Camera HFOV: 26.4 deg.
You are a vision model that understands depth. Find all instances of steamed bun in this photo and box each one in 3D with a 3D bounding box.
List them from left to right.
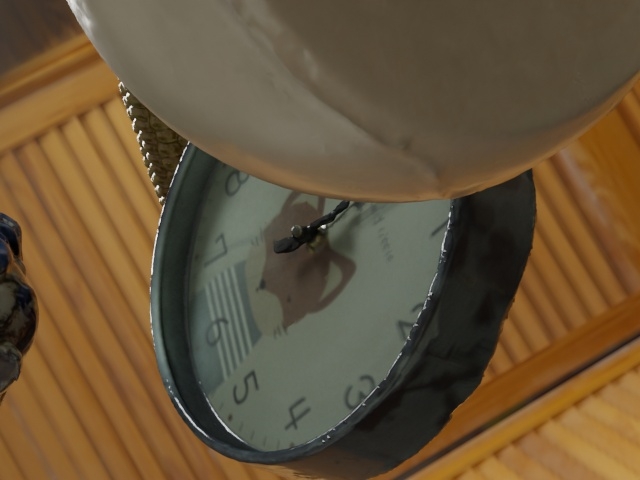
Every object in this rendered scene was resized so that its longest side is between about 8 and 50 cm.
[{"bbox_3d":[0.008,-0.128,0.435,0.145,0.232,0.232,9,129,58],"label":"steamed bun"}]

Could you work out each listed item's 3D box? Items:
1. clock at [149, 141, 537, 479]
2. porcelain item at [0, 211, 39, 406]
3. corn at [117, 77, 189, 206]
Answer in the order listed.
[{"bbox_3d":[0.000,0.000,0.919,0.067,0.325,0.325,18,-160,-39],"label":"clock"},{"bbox_3d":[-0.307,0.117,1.083,0.186,0.138,0.288,-109,36,-68],"label":"porcelain item"},{"bbox_3d":[-0.079,-0.053,1.142,0.120,0.120,0.363,43,156,57],"label":"corn"}]
